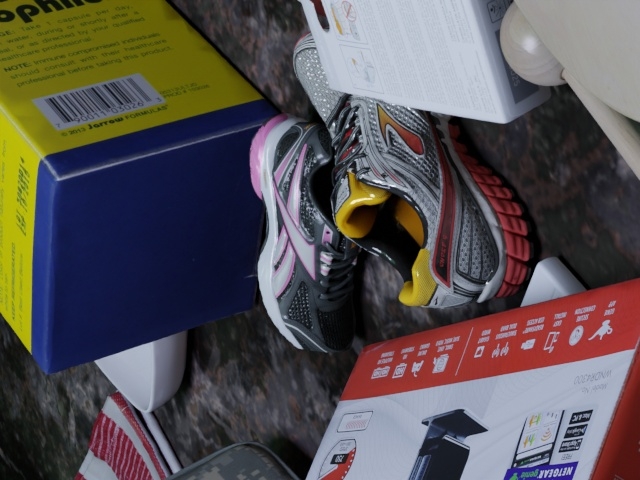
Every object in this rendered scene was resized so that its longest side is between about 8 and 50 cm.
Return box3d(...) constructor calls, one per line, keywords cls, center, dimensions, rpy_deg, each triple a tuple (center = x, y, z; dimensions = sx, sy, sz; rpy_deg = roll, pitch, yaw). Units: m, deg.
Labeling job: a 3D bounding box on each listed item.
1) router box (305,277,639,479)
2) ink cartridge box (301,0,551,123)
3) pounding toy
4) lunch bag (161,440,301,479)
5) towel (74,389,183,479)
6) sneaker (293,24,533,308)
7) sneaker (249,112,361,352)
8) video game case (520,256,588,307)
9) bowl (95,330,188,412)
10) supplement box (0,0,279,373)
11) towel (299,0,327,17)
box3d(cls="router box", center=(0.074, 0.188, 0.949), dimensions=(0.082, 0.301, 0.335), rpy_deg=(31, 159, -18))
box3d(cls="ink cartridge box", center=(0.048, -0.148, 1.014), dimensions=(0.179, 0.045, 0.145), rpy_deg=(21, 135, 56))
box3d(cls="pounding toy", center=(0.164, -0.139, 0.803), dimensions=(0.183, 0.110, 0.237), rpy_deg=(48, 163, 32))
box3d(cls="lunch bag", center=(-0.038, 0.353, 1.352), dimensions=(0.305, 0.212, 0.256), rpy_deg=(39, 153, 45))
box3d(cls="towel", center=(-0.182, 0.317, 1.729), dimensions=(0.237, 0.037, 0.329), rpy_deg=(58, 147, 22))
box3d(cls="sneaker", center=(0.042, -0.052, 1.103), dimensions=(0.225, 0.092, 0.088), rpy_deg=(56, 147, 29))
box3d(cls="sneaker", center=(0.000, 0.000, 1.229), dimensions=(0.077, 0.072, 0.178), rpy_deg=(8, 118, 46))
box3d(cls="video game case", center=(0.164, 0.112, 1.057), dimensions=(0.157, 0.019, 0.143), rpy_deg=(52, 144, 32))
box3d(cls="bowl", center=(-0.163, 0.067, 1.550), dimensions=(0.142, 0.053, 0.142), rpy_deg=(41, 137, 43))
box3d(cls="supplement box", center=(-0.213, -0.096, 1.406), dimensions=(0.356, 0.195, 0.194), rpy_deg=(46, 141, 37))
box3d(cls="towel", center=(-0.009, -0.297, 1.011), dimensions=(0.317, 0.053, 0.332), rpy_deg=(35, 137, 20))
